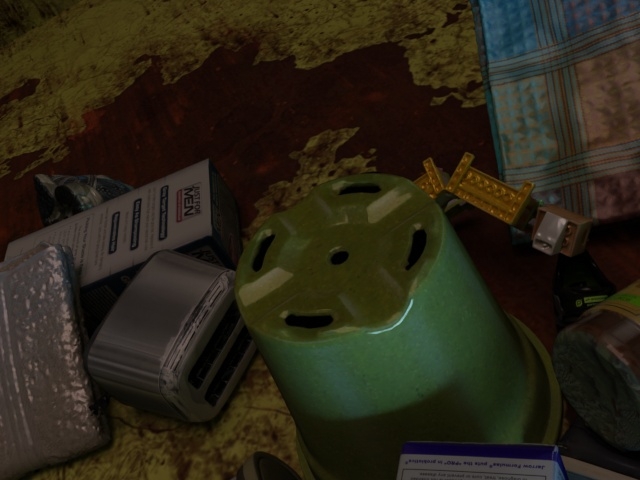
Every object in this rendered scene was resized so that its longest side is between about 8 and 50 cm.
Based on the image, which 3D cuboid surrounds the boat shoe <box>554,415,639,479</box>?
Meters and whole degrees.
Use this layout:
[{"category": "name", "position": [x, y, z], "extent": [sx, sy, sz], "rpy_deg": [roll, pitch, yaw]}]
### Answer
[{"category": "boat shoe", "position": [0.283, 0.184, 0.528], "extent": [0.206, 0.075, 0.065], "rpy_deg": [8, 55, 41]}]

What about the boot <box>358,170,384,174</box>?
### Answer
[{"category": "boot", "position": [0.000, 0.000, 0.904], "extent": [0.219, 0.082, 0.106], "rpy_deg": [-49, 22, -15]}]

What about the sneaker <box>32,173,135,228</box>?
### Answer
[{"category": "sneaker", "position": [-0.407, -0.064, 1.188], "extent": [0.122, 0.110, 0.283], "rpy_deg": [-18, 20, -35]}]

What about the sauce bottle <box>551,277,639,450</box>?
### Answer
[{"category": "sauce bottle", "position": [0.354, 0.045, 0.577], "extent": [0.344, 0.111, 0.111], "rpy_deg": [-26, 38, -19]}]

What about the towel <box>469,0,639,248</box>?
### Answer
[{"category": "towel", "position": [0.314, -0.194, 0.777], "extent": [0.271, 0.040, 0.370], "rpy_deg": [-17, 67, 33]}]

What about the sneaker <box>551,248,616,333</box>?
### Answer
[{"category": "sneaker", "position": [0.251, 0.082, 0.648], "extent": [0.067, 0.078, 0.188], "rpy_deg": [-13, 45, 17]}]

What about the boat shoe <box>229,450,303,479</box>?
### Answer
[{"category": "boat shoe", "position": [-0.042, 0.306, 0.552], "extent": [0.103, 0.113, 0.302], "rpy_deg": [-49, 18, 8]}]

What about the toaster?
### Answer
[{"category": "toaster", "position": [-0.171, 0.120, 0.819], "extent": [0.146, 0.129, 0.227], "rpy_deg": [7, 52, 33]}]

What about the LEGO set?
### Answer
[{"category": "LEGO set", "position": [0.171, -0.021, 0.769], "extent": [0.287, 0.107, 0.132], "rpy_deg": [-11, 69, 40]}]

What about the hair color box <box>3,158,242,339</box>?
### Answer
[{"category": "hair color box", "position": [-0.290, 0.029, 0.997], "extent": [0.347, 0.105, 0.174], "rpy_deg": [-22, 43, 9]}]

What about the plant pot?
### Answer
[{"category": "plant pot", "position": [0.056, 0.088, 0.621], "extent": [0.276, 0.254, 0.276], "rpy_deg": [-17, 42, 16]}]

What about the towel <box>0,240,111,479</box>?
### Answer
[{"category": "towel", "position": [-0.378, 0.153, 0.873], "extent": [0.187, 0.049, 0.282], "rpy_deg": [-23, 71, 9]}]

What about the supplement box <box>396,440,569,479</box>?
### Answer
[{"category": "supplement box", "position": [0.102, 0.255, 0.437], "extent": [0.114, 0.111, 0.220], "rpy_deg": [-7, 44, 25]}]
